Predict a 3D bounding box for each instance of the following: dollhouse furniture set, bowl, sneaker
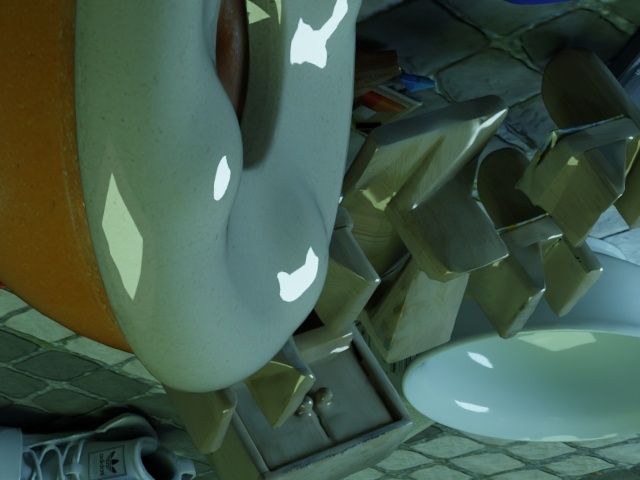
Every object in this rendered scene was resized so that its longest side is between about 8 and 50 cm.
[{"bbox_3d":[0.000,0.000,1.313,0.362,0.256,0.394,-18,155,-32],"label":"dollhouse furniture set"},{"bbox_3d":[0.226,0.083,1.610,0.298,0.134,0.298,1,155,1],"label":"bowl"},{"bbox_3d":[-0.330,0.270,2.031,0.210,0.137,0.366,-23,150,39],"label":"sneaker"}]

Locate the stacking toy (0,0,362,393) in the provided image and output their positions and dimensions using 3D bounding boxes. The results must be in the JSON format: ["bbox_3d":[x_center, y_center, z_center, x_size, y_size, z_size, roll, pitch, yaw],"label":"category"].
[{"bbox_3d":[-0.237,-0.105,0.927,0.480,0.350,0.350,3,155,15],"label":"stacking toy"}]

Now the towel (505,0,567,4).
[{"bbox_3d":[0.213,-0.259,0.990,0.228,0.076,0.308,-6,153,-1],"label":"towel"}]

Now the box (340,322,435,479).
[{"bbox_3d":[0.038,0.180,1.864,0.113,0.094,0.275,14,152,-23],"label":"box"}]

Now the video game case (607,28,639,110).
[{"bbox_3d":[0.374,-0.137,1.277,0.274,0.026,0.196,7,153,-14],"label":"video game case"}]

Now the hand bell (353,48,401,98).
[{"bbox_3d":[-0.057,-0.107,1.299,0.242,0.126,0.126,-13,153,3],"label":"hand bell"}]

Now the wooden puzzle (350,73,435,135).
[{"bbox_3d":[0.035,-0.107,1.367,0.079,0.014,0.116,14,151,-25],"label":"wooden puzzle"}]
